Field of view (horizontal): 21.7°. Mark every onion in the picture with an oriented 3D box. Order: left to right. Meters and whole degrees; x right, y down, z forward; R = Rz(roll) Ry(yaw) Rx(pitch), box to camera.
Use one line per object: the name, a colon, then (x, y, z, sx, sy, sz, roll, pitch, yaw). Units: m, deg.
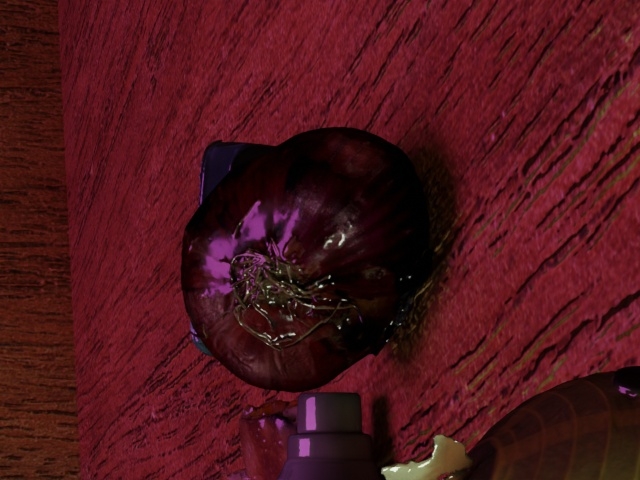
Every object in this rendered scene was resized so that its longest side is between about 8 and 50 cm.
onion: (-0.008, 0.006, 1.566, 0.221, 0.281, 0.281, 40, 147, 8)

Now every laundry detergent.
laundry detergent: (0.003, 0.352, 1.652, 0.264, 0.124, 0.398, 154, 116, -69)

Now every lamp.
lamp: (0.150, 0.181, 0.911, 0.250, 0.284, 0.250, -56, 15, 24)

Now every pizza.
pizza: (-0.032, 0.268, 1.832, 0.161, 0.085, 0.305, 51, 145, 30)

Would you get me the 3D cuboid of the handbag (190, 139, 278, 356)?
handbag: (-0.041, 0.014, 1.737, 0.062, 0.179, 0.229, 6, 91, 56)
